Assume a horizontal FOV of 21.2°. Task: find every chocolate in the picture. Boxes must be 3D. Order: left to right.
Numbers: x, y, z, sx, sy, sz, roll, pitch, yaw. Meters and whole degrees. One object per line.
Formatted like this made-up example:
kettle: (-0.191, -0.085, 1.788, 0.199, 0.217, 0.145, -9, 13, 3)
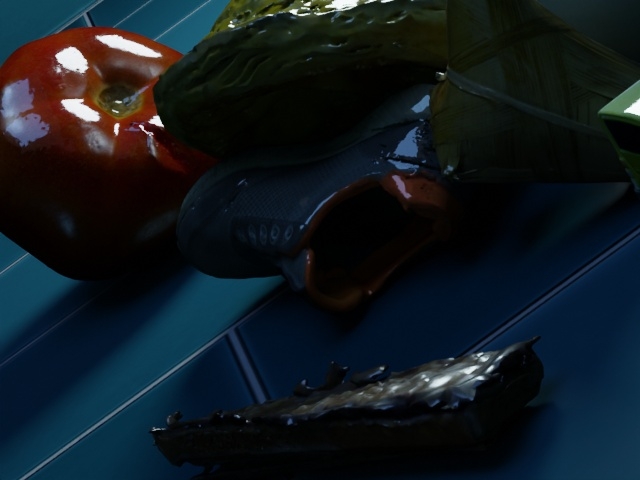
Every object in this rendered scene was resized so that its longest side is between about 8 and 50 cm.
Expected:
chocolate: (0.014, 0.126, 1.190, 0.329, 0.065, 0.102, -14, 10, 45)

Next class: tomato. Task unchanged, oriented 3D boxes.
tomato: (-0.235, -0.090, 1.839, 0.298, 0.299, 0.226, -52, -15, -38)

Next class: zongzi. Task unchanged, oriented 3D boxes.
zongzi: (0.176, -0.137, 1.264, 0.195, 0.197, 0.099, 4, 21, 8)

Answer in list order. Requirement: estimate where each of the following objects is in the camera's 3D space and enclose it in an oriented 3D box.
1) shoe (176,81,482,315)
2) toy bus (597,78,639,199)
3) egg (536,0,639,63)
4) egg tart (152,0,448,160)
shoe: (0.000, 0.000, 1.433, 0.336, 0.132, 0.171, -22, 37, 37)
toy bus: (0.290, -0.102, 1.190, 0.175, 0.101, 0.088, -38, 19, -10)
egg: (0.281, -0.223, 1.362, 0.264, 0.183, 0.183, -3, 37, 46)
egg tart: (0.019, -0.160, 1.494, 0.341, 0.132, 0.341, -7, -16, -2)
